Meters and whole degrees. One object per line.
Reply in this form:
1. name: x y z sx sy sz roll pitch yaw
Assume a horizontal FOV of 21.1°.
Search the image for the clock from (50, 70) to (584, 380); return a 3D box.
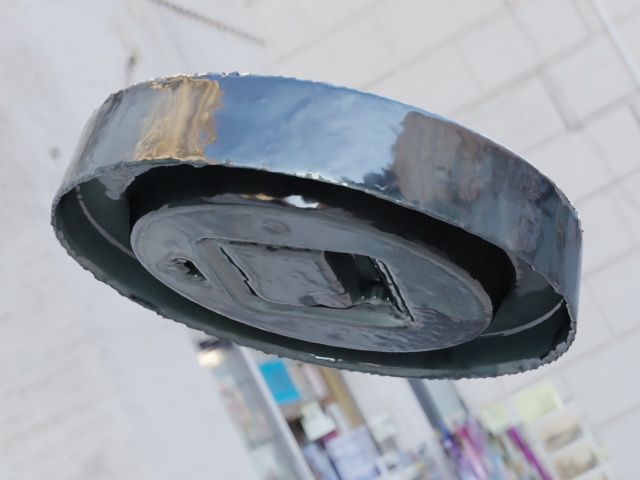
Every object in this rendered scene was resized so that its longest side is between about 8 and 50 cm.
1. clock: 0.000 0.000 0.692 0.215 0.042 0.215 11 -21 4
